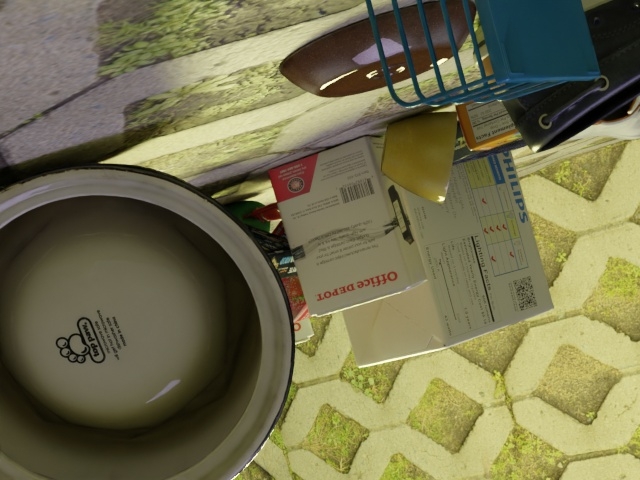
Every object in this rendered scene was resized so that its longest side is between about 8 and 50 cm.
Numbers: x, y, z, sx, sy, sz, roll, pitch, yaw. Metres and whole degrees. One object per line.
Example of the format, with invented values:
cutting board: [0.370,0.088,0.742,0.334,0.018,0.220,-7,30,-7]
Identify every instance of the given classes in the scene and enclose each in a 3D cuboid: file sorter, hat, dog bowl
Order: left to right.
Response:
dog bowl: [-0.233,0.098,1.333,0.408,0.408,0.150,-17,-164,2]
hat: [-0.120,-0.066,2.094,0.208,0.184,0.173,27,175,-28]
file sorter: [0.128,-0.169,0.936,0.104,0.118,0.170,-16,178,36]

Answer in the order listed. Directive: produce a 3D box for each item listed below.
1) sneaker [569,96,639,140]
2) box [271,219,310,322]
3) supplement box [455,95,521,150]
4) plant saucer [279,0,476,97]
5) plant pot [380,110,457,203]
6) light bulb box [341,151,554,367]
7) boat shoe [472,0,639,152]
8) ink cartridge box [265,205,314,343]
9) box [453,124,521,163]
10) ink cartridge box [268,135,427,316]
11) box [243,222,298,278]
sneaker: [0.513,-0.225,1.953,0.290,0.106,0.123,-16,174,-33]
box: [0.000,0.000,1.963,0.257,0.122,0.128,-53,167,13]
supplement box: [0.313,-0.197,1.687,0.233,0.080,0.078,-17,175,33]
plant saucer: [0.060,-0.177,1.145,0.198,0.036,0.198,-17,176,-1]
plant pot: [0.138,-0.125,1.717,0.095,0.134,0.134,8,176,1]
light bulb box: [0.214,0.017,2.240,0.225,0.358,0.361,-18,176,43]
boat shoe: [0.391,-0.218,1.136,0.500,0.156,0.187,-20,174,24]
ink cartridge box: [-0.151,0.091,2.331,0.197,0.273,0.114,-16,176,-16]
box: [0.312,-0.184,2.004,0.232,0.059,0.183,-15,176,-34]
ink cartridge box: [0.043,-0.020,1.824,0.172,0.237,0.100,-18,176,20]
box: [-0.148,0.001,1.854,0.220,0.051,0.175,20,-171,18]
